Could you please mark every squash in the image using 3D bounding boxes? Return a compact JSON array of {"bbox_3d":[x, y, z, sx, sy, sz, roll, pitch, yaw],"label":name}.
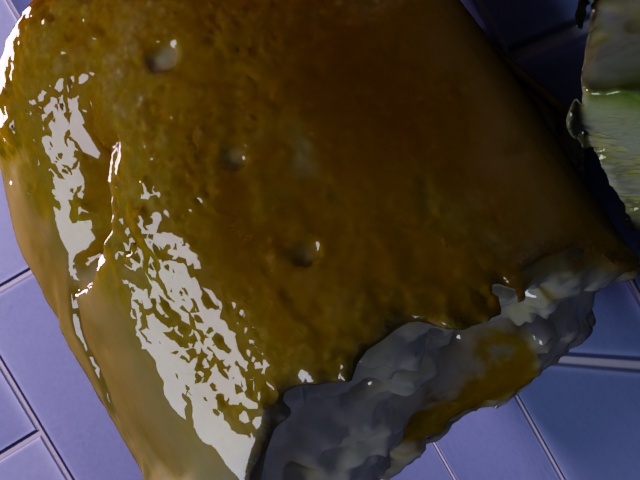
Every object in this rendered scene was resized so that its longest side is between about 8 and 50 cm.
[{"bbox_3d":[0.195,-0.034,0.778,0.093,0.169,0.252,1,135,18],"label":"squash"}]

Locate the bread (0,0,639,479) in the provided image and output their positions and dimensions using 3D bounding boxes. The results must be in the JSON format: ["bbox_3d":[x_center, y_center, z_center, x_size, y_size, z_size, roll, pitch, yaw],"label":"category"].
[{"bbox_3d":[-0.030,-0.029,0.946,0.394,0.361,0.250,58,177,7],"label":"bread"}]

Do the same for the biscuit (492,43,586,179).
[{"bbox_3d":[0.148,-0.044,1.079,0.139,0.016,0.231,48,161,35],"label":"biscuit"}]
